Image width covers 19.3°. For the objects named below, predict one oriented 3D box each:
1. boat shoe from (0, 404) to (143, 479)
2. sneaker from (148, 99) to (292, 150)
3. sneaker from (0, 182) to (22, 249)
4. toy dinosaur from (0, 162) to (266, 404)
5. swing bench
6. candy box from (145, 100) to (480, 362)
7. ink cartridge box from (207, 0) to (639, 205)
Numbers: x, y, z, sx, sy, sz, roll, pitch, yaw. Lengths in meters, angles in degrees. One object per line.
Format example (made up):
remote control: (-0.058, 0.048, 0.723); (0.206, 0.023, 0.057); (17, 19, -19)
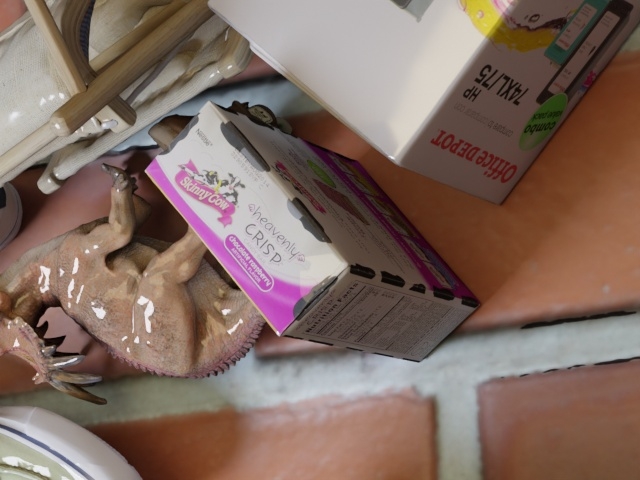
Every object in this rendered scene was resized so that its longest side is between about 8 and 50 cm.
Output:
boat shoe: (-0.266, 0.186, 1.481); (0.302, 0.109, 0.094); (11, 48, 35)
sneaker: (-0.071, -0.078, 1.391); (0.066, 0.188, 0.071); (42, 94, 10)
sneaker: (-0.359, 0.025, 1.520); (0.258, 0.091, 0.094); (-40, 78, -9)
toy dinosaur: (-0.141, 0.053, 1.445); (0.295, 0.127, 0.200); (17, 90, 23)
swing bench: (-0.199, -0.131, 1.402); (0.253, 0.254, 0.165); (-28, 86, 43)
candy box: (0.000, 0.000, 1.317); (0.071, 0.233, 0.159); (-46, 65, 13)
ink cartridge box: (0.102, -0.197, 1.318); (0.197, 0.198, 0.270); (41, 102, 25)
